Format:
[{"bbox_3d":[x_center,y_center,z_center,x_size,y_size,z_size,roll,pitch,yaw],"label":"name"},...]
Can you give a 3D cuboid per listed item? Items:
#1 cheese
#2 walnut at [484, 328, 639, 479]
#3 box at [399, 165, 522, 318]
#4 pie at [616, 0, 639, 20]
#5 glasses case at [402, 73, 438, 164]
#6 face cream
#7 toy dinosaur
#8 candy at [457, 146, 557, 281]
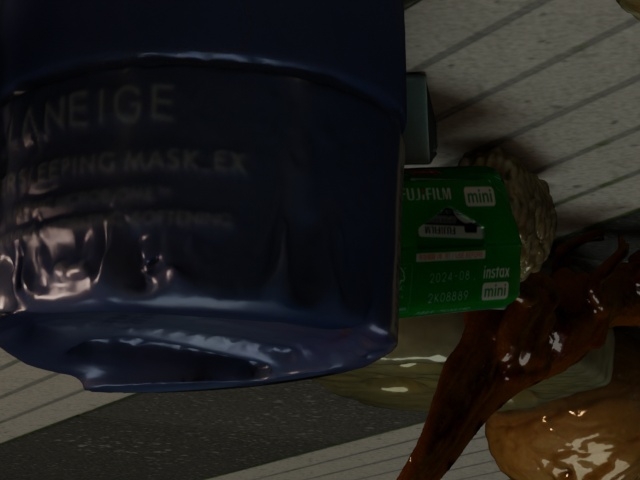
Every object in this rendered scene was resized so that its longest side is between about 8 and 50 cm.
[{"bbox_3d":[0.109,0.087,1.773,0.318,0.115,0.326,7,163,-22],"label":"cheese"},{"bbox_3d":[0.281,0.183,1.994,0.195,0.195,0.222,13,153,-38],"label":"walnut"},{"bbox_3d":[0.000,0.000,1.365,0.180,0.103,0.250,-3,-178,-44],"label":"box"},{"bbox_3d":[0.250,-0.153,1.016,0.218,0.052,0.185,-14,158,36],"label":"pie"},{"bbox_3d":[-0.055,-0.069,1.330,0.266,0.056,0.105,-1,164,8],"label":"glasses case"},{"bbox_3d":[-0.071,-0.037,1.135,0.249,0.225,0.249,-1,164,0],"label":"face cream"},{"bbox_3d":[0.135,0.071,1.560,0.432,0.208,0.097,-33,-157,-16],"label":"toy dinosaur"},{"bbox_3d":[0.130,-0.016,1.439,0.085,0.095,0.110,0,160,18],"label":"candy"}]
